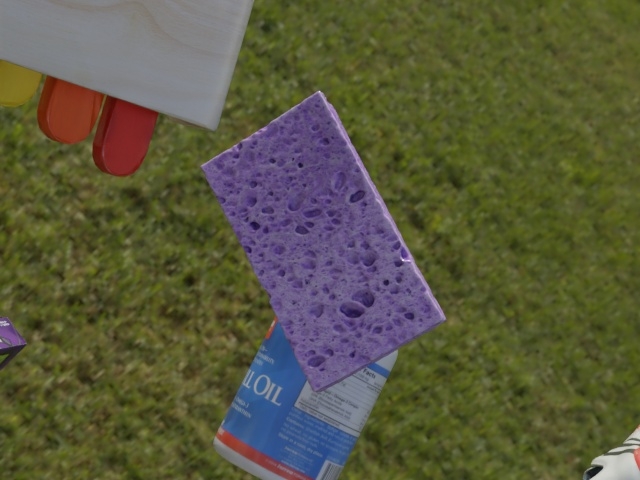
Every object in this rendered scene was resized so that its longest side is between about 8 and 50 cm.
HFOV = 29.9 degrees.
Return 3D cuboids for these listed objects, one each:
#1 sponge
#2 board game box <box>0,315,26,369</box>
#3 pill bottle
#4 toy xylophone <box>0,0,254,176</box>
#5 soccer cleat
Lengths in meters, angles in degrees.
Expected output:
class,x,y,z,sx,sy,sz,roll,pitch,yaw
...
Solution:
class,x,y,z,sx,sy,sz,roll,pitch,yaw
sponge,0.000,0.000,0.943,0.210,0.117,0.031,62,9,14
board game box,-0.477,0.173,1.221,0.056,0.208,0.347,48,18,13
pill bottle,-0.002,0.125,1.143,0.124,0.124,0.221,30,83,-27
toy xylophone,-0.138,-0.178,0.700,0.323,0.081,0.236,27,82,-52
soccer cleat,0.119,0.088,0.457,0.029,0.036,0.083,70,16,7
